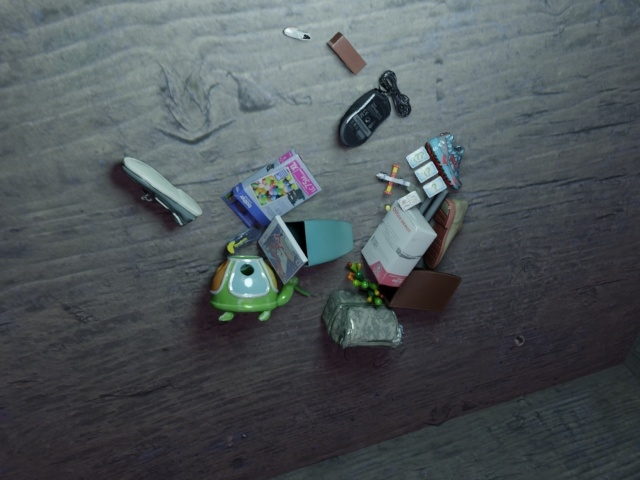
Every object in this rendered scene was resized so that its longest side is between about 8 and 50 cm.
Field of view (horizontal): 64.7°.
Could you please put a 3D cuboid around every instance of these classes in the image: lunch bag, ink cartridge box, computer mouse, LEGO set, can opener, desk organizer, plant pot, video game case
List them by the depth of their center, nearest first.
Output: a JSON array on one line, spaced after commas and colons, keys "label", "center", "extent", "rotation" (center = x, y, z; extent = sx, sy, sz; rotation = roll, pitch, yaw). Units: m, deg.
[{"label": "desk organizer", "center": [0.083, -0.577, 1.562], "extent": [0.050, 0.047, 0.130], "rotation": [-42, 130, 13]}, {"label": "computer mouse", "center": [0.165, -0.427, 1.707], "extent": [0.272, 0.072, 0.188], "rotation": [-41, 129, -1]}, {"label": "ink cartridge box", "center": [-0.173, -0.170, 1.797], "extent": [0.311, 0.065, 0.185], "rotation": [-31, 131, 8]}, {"label": "video game case", "center": [-0.143, 0.037, 1.850], "extent": [0.023, 0.201, 0.183], "rotation": [-22, 162, -39]}, {"label": "LEGO set", "center": [0.327, -0.213, 1.896], "extent": [0.244, 0.060, 0.182], "rotation": [-30, 99, 7]}, {"label": "plant pot", "center": [0.000, 0.000, 1.898], "extent": [0.234, 0.166, 0.165], "rotation": [-7, 94, -34]}, {"label": "ink cartridge box", "center": [0.309, 0.013, 2.023], "extent": [0.117, 0.207, 0.283], "rotation": [14, 122, -30]}, {"label": "can opener", "center": [0.433, -0.110, 2.072], "extent": [0.093, 0.074, 0.280], "rotation": [-23, 146, -50]}, {"label": "lunch bag", "center": [0.189, 0.373, 2.244], "extent": [0.305, 0.256, 0.212], "rotation": [6, 126, -25]}]

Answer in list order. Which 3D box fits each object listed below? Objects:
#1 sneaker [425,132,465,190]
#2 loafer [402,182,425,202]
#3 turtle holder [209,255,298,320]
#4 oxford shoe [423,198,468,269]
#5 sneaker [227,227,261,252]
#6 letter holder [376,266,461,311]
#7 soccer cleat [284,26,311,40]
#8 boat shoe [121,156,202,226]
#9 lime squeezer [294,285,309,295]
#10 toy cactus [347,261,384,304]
[{"label": "sneaker", "center": [0.501, -0.298, 1.908], "extent": [0.125, 0.104, 0.262], "rotation": [-34, 131, 7]}, {"label": "loafer", "center": [0.368, -0.192, 1.996], "extent": [0.125, 0.039, 0.045], "rotation": [35, 77, -41]}, {"label": "turtle holder", "center": [-0.257, 0.177, 1.925], "extent": [0.321, 0.243, 0.227], "rotation": [2, 93, 7]}, {"label": "oxford shoe", "center": [0.536, -0.021, 2.139], "extent": [0.130, 0.123, 0.348], "rotation": [-6, 131, -23]}, {"label": "sneaker", "center": [-0.290, -0.006, 1.897], "extent": [0.144, 0.059, 0.053], "rotation": [-30, 104, -17]}, {"label": "letter holder", "center": [0.442, 0.181, 2.252], "extent": [0.302, 0.152, 0.214], "rotation": [9, 122, -26]}, {"label": "soccer cleat", "center": [-0.065, -0.608, 1.488], "extent": [0.083, 0.035, 0.029], "rotation": [6, 126, -24]}, {"label": "boat shoe", "center": [-0.530, -0.147, 1.647], "extent": [0.099, 0.116, 0.319], "rotation": [-40, 135, 9]}, {"label": "lime squeezer", "center": [-0.114, 0.139, 2.088], "extent": [0.110, 0.059, 0.310], "rotation": [-37, 137, -30]}, {"label": "toy cactus", "center": [0.197, 0.179, 2.170], "extent": [0.112, 0.219, 0.180], "rotation": [-47, 171, 1]}]
